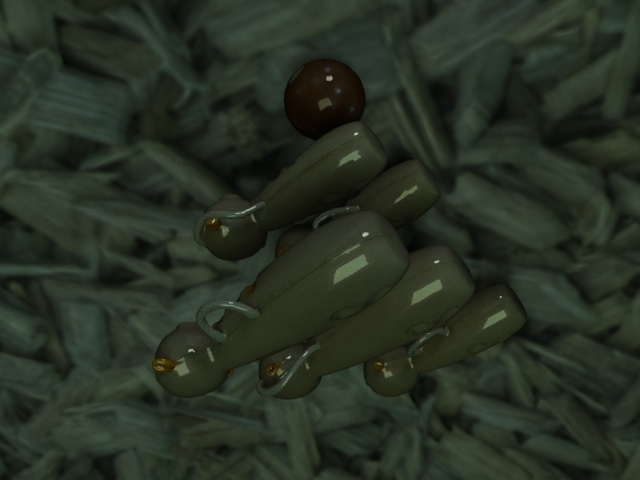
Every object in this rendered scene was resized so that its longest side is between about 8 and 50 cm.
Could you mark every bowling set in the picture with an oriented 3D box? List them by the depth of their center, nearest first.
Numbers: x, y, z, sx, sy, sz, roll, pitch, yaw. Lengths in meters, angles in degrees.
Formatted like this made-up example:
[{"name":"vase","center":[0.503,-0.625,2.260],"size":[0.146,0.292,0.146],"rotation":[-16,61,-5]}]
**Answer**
[{"name":"bowling set","center":[0.000,0.000,0.615],"size":[0.154,0.200,0.287],"rotation":[-32,152,18]}]
